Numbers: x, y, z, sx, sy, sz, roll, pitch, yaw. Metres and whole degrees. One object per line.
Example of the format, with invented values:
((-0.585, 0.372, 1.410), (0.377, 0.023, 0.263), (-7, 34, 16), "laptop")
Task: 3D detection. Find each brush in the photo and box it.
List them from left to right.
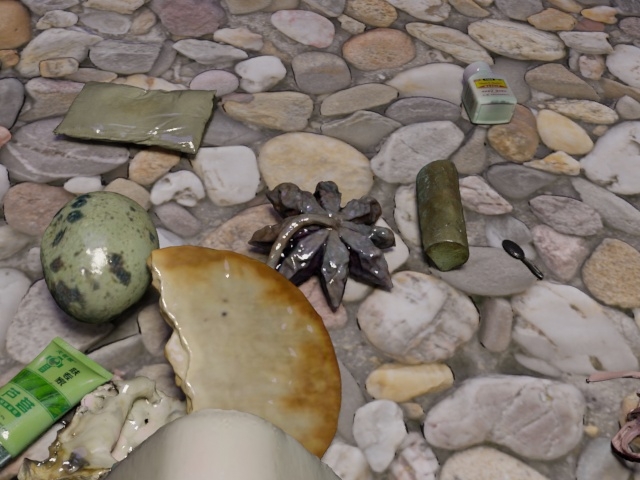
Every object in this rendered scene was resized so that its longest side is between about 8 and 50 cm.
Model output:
((0.293, 0.026, 1.006), (0.024, 0.008, 0.083), (-19, 53, -26), "brush")

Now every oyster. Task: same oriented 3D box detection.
((-0.216, 0.219, 0.726), (0.191, 0.081, 0.163), (10, 38, -36), "oyster")

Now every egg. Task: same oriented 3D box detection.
((-0.272, 0.022, 0.858), (0.141, 0.141, 0.182), (1, 47, -6), "egg")

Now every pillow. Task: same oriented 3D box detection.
((-0.290, -0.201, 1.116), (0.229, 0.050, 0.148), (6, 44, 3), "pillow")

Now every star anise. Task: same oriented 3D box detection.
((0.000, 0.001, 0.950), (0.230, 0.081, 0.262), (41, 53, 14), "star anise")

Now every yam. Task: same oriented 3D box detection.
((0.175, -0.038, 1.012), (0.068, 0.068, 0.169), (5, 50, -2), "yam")

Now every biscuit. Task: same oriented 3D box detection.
((-0.076, 0.138, 0.806), (0.204, 0.040, 0.309), (-6, 61, -33), "biscuit")

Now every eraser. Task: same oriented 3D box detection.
((-0.108, 0.297, 0.590), (0.331, 0.331, 0.150), (2, 50, -5), "eraser")

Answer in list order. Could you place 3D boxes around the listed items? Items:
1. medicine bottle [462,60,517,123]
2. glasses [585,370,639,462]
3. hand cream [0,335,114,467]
((0.292, -0.262, 1.230), (0.074, 0.055, 0.118), (-3, 49, -7), "medicine bottle")
((0.405, 0.175, 0.757), (0.162, 0.255, 0.095), (-25, 96, -8), "glasses")
((-0.327, 0.183, 0.771), (0.095, 0.046, 0.175), (27, 49, 20), "hand cream")
